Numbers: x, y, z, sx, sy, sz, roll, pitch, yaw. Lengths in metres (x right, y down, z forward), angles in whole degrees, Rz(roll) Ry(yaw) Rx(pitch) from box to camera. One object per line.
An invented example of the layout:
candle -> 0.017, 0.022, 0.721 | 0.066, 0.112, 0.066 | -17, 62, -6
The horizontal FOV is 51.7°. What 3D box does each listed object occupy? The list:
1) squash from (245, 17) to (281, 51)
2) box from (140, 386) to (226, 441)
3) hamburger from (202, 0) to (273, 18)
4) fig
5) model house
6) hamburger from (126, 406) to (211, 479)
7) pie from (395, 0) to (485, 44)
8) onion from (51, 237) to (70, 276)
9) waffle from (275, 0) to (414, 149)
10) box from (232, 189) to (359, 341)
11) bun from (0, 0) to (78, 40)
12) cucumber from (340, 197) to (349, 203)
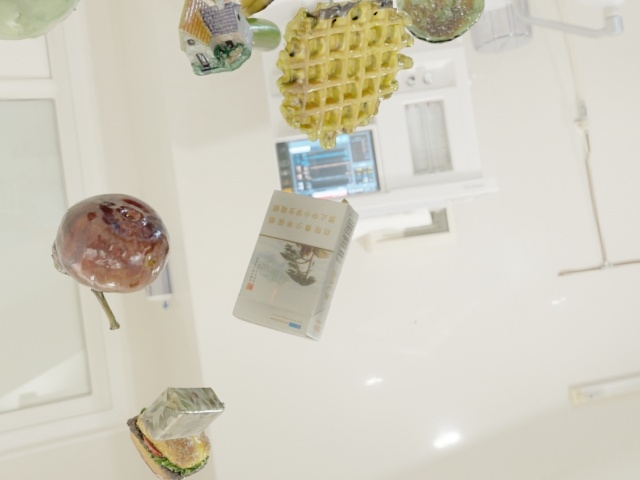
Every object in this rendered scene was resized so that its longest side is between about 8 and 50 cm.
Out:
squash -> -0.138, -0.410, 1.313 | 0.066, 0.066, 0.201 | -9, -171, 27
box -> -0.172, 0.217, 0.833 | 0.062, 0.045, 0.098 | -47, 156, 11
hamburger -> -0.201, -0.591, 1.303 | 0.237, 0.276, 0.276 | 17, 162, -41
fig -> -0.405, 0.027, 1.247 | 0.204, 0.186, 0.249 | 16, 138, -32
model house -> -0.170, -0.329, 1.039 | 0.101, 0.088, 0.100 | -5, 147, 17
hamburger -> -0.289, 0.383, 1.293 | 0.087, 0.166, 0.137 | -53, 161, 17
pie -> 0.313, -0.627, 1.723 | 0.240, 0.240, 0.054 | -9, -143, 22
onion -> -0.560, 0.031, 1.499 | 0.097, 0.107, 0.107 | -25, -177, -14
waffle -> 0.050, -0.321, 1.199 | 0.060, 0.312, 0.307 | 37, 168, 35
box -> -0.041, 0.040, 1.119 | 0.149, 0.233, 0.067 | 12, 168, 28
bun -> -0.474, -0.394, 0.946 | 0.293, 0.293, 0.187 | -7, 158, -30
cucumber -> -0.001, -0.001, 1.669 | 0.134, 0.244, 0.134 | 34, 179, 1
